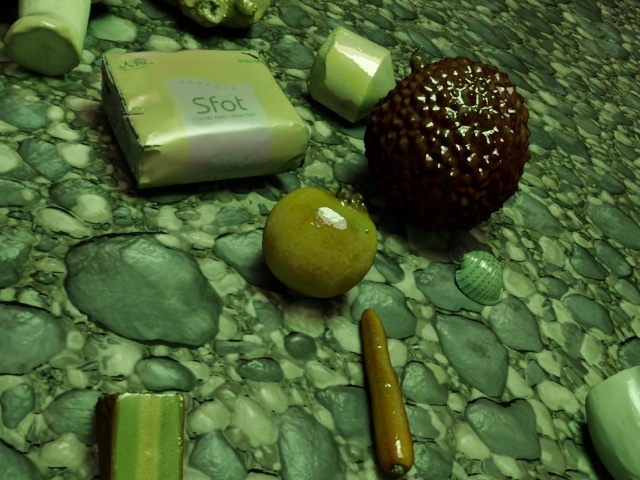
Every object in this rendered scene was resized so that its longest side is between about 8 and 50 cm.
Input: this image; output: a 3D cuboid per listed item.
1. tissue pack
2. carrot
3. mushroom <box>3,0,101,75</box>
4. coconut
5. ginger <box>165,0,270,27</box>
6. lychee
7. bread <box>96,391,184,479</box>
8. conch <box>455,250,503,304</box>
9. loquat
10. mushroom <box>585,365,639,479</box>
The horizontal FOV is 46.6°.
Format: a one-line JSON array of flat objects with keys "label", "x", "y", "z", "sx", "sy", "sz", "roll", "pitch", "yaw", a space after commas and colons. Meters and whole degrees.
[{"label": "tissue pack", "x": -0.174, "y": -0.180, "z": 1.089, "sx": 0.257, "sy": 0.123, "sz": 0.215, "roll": -11, "pitch": 54, "yaw": -29}, {"label": "carrot", "x": 0.076, "y": 0.175, "z": 0.902, "sx": 0.043, "sy": 0.043, "sz": 0.247, "roll": 13, "pitch": 40, "yaw": -18}, {"label": "mushroom", "x": -0.421, "y": -0.462, "z": 1.129, "sx": 0.315, "sy": 0.315, "sz": 0.356, "roll": 26, "pitch": 39, "yaw": -2}, {"label": "coconut", "x": 0.064, "y": -0.293, "z": 1.335, "sx": 0.153, "sy": 0.147, "sz": 0.147, "roll": 31, "pitch": 39, "yaw": 2}, {"label": "ginger", "x": -0.228, "y": -0.473, "z": 1.389, "sx": 0.270, "sy": 0.123, "sz": 0.218, "roll": 3, "pitch": 40, "yaw": -14}, {"label": "lychee", "x": 0.195, "y": -0.160, "z": 1.160, "sx": 0.264, "sy": 0.264, "sz": 0.299, "roll": -4, "pitch": 73, "yaw": -34}, {"label": "bread", "x": -0.178, "y": 0.220, "z": 0.727, "sx": 0.074, "sy": 0.084, "sz": 0.139, "roll": 4, "pitch": 75, "yaw": -27}, {"label": "conch", "x": 0.247, "y": 0.054, "z": 1.126, "sx": 0.085, "sy": 0.056, "sz": 0.076, "roll": 33, "pitch": 52, "yaw": 8}, {"label": "loquat", "x": 0.000, "y": 0.000, "z": 0.972, "sx": 0.163, "sy": 0.163, "sz": 0.137, "roll": 35, "pitch": 8, "yaw": 9}, {"label": "mushroom", "x": 0.440, "y": 0.302, "z": 0.908, "sx": 0.159, "sy": 0.122, "sz": 0.328, "roll": 1, "pitch": 45, "yaw": -16}]
